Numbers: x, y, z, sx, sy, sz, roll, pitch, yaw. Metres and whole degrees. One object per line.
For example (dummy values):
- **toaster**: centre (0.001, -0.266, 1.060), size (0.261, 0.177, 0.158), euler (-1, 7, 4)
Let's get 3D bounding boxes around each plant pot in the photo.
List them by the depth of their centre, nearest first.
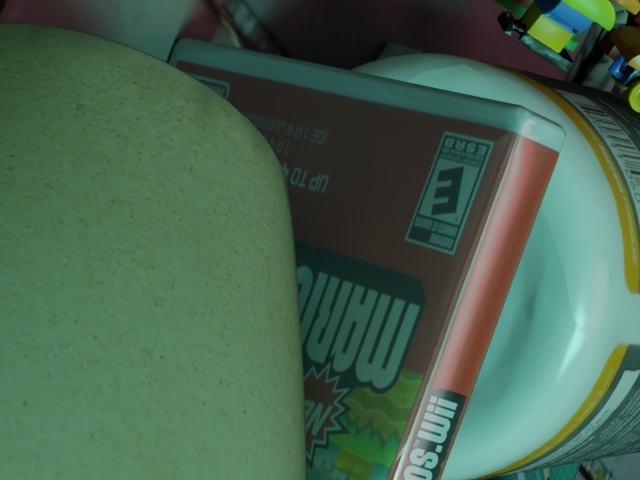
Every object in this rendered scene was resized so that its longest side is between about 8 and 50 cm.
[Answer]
- **plant pot**: centre (-0.104, 0.084, 0.554), size (0.256, 0.256, 0.274), euler (61, 39, -51)

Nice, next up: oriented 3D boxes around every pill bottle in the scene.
- **pill bottle**: centre (0.098, 0.014, 0.829), size (0.278, 0.162, 0.162), euler (4, 103, -60)

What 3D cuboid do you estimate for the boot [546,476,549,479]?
- **boot**: centre (0.025, 0.243, 0.749), size (0.260, 0.131, 0.348), euler (21, 65, -38)

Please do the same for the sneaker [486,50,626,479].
- **sneaker**: centre (0.151, 0.026, 1.012), size (0.107, 0.110, 0.275), euler (27, 84, -58)

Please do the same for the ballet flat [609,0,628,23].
- **ballet flat**: centre (0.135, -0.179, 0.884), size (0.139, 0.139, 0.400), euler (-63, 144, -13)

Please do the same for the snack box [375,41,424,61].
- **snack box**: centre (0.000, 0.000, 0.847), size (0.178, 0.022, 0.064), euler (-56, 147, -24)

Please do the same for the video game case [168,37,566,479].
- **video game case**: centre (-0.038, 0.077, 0.666), size (0.025, 0.204, 0.285), euler (21, 89, -37)

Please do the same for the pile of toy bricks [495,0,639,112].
- **pile of toy bricks**: centre (0.106, -0.133, 0.774), size (0.212, 0.118, 0.105), euler (30, 109, -20)
